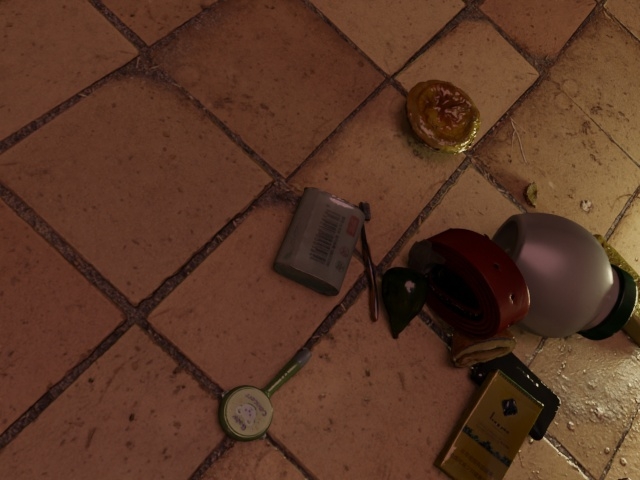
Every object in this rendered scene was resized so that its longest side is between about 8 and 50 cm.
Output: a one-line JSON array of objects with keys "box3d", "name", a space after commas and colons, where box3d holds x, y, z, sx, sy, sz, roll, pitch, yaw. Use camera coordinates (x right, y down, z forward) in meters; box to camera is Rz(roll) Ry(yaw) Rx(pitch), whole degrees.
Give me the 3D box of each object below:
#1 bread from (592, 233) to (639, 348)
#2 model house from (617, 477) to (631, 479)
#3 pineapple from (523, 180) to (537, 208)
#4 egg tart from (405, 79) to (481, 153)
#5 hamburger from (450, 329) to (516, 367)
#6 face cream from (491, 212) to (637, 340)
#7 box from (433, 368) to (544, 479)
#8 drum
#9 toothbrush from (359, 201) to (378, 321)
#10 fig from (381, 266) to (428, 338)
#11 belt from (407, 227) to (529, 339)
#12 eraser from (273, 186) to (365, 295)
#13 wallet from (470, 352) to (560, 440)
[{"box3d": [0.869, 0.149, 1.878, 0.138, 0.077, 0.361, -39, 87, -30], "name": "bread"}, {"box3d": [0.600, 0.678, 1.424, 0.237, 0.237, 0.202, -16, 75, -47], "name": "model house"}, {"box3d": [0.621, -0.139, 1.930, 0.045, 0.019, 0.083, 20, 66, -17], "name": "pineapple"}, {"box3d": [0.339, -0.343, 1.852, 0.241, 0.106, 0.240, 7, 66, -16], "name": "egg tart"}, {"box3d": [0.391, 0.243, 1.630, 0.176, 0.087, 0.102, -17, 51, -7], "name": "hamburger"}, {"box3d": [0.615, 0.100, 1.704, 0.357, 0.219, 0.312, 26, 78, -14], "name": "face cream"}, {"box3d": [0.405, 0.463, 1.558, 0.153, 0.041, 0.279, 39, 71, -3], "name": "box"}, {"box3d": [-0.129, 0.317, 1.425, 0.130, 0.049, 0.253, 35, 61, -6], "name": "drum"}, {"box3d": [0.122, 0.049, 1.651, 0.031, 0.023, 0.320, 4, 67, -17], "name": "toothbrush"}, {"box3d": [0.205, 0.153, 1.603, 0.117, 0.117, 0.177, 12, 76, -17], "name": "fig"}, {"box3d": [0.351, 0.092, 1.594, 0.115, 0.227, 0.324, -22, 45, -30], "name": "belt"}, {"box3d": [0.000, 0.000, 1.590, 0.174, 0.081, 0.226, 25, 63, -7], "name": "eraser"}, {"box3d": [0.497, 0.373, 1.658, 0.250, 0.044, 0.149, 45, 57, 1], "name": "wallet"}]
